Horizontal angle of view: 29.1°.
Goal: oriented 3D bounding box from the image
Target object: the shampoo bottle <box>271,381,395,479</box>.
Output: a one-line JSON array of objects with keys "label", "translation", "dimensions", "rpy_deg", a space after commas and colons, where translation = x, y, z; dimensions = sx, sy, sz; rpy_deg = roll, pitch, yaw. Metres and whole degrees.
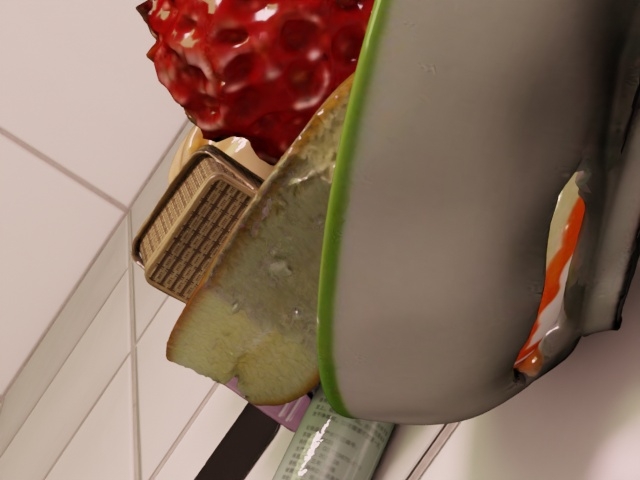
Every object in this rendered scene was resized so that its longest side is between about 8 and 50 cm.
[{"label": "shampoo bottle", "translation": [0.022, 0.103, 0.761], "dimensions": [0.195, 0.056, 0.056], "rpy_deg": [-62, 15, -23]}]

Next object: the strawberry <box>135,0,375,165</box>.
[{"label": "strawberry", "translation": [0.038, -0.217, 1.065], "dimensions": [0.345, 0.295, 0.317], "rpy_deg": [-15, -15, 14]}]

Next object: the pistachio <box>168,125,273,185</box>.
[{"label": "pistachio", "translation": [-0.058, -0.089, 1.286], "dimensions": [0.229, 0.157, 0.157], "rpy_deg": [-54, 13, -16]}]

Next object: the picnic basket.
[{"label": "picnic basket", "translation": [-0.064, 0.009, 1.036], "dimensions": [0.115, 0.164, 0.079], "rpy_deg": [-55, 23, 9]}]

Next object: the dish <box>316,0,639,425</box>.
[{"label": "dish", "translation": [0.115, -0.056, 0.562], "dimensions": [0.324, 0.124, 0.324], "rpy_deg": [16, -90, -75]}]

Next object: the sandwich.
[{"label": "sandwich", "translation": [0.000, 0.000, 0.728], "dimensions": [0.258, 0.094, 0.096], "rpy_deg": [-56, 3, 15]}]

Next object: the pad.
[{"label": "pad", "translation": [-0.082, 0.193, 1.015], "dimensions": [0.157, 0.003, 0.112], "rpy_deg": [-55, 15, 7]}]

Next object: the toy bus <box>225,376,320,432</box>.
[{"label": "toy bus", "translation": [-0.006, 0.030, 0.897], "dimensions": [0.199, 0.108, 0.096], "rpy_deg": [-58, 15, -5]}]
